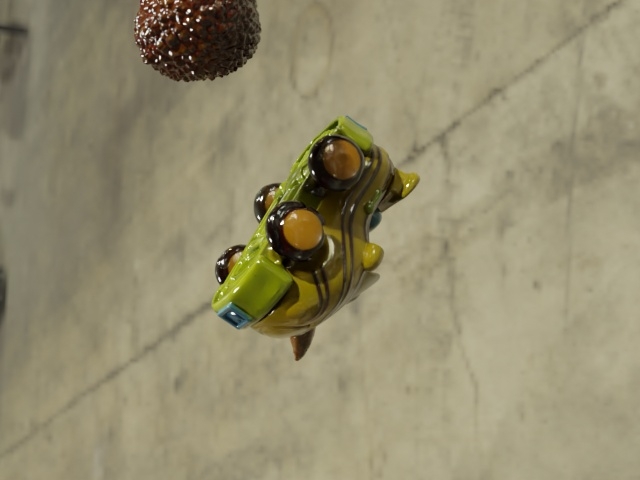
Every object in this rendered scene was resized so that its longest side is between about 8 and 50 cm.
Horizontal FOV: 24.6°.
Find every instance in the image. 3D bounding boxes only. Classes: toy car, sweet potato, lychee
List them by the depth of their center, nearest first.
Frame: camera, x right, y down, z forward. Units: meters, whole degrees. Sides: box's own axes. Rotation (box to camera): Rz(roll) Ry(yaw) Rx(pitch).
[{"bbox_3d":[-0.113,-0.203,1.366,0.129,0.123,0.123,-53,40,28],"label":"lychee"},{"bbox_3d":[0.000,0.000,1.506,0.248,0.142,0.200,-60,10,-20],"label":"toy car"},{"bbox_3d":[-0.020,0.090,1.623,0.034,0.034,0.095,-142,48,-58],"label":"sweet potato"}]
